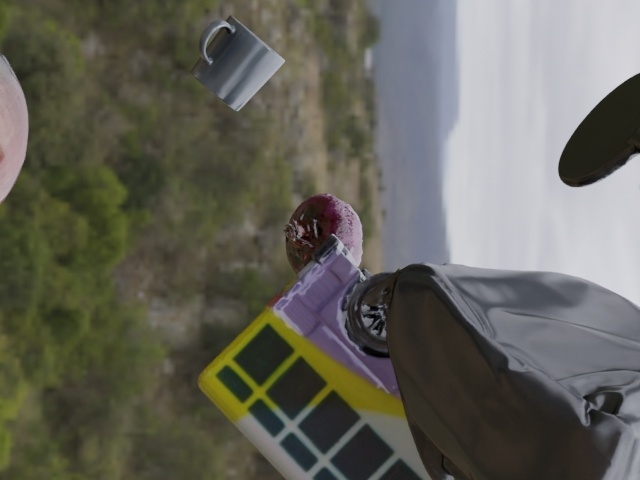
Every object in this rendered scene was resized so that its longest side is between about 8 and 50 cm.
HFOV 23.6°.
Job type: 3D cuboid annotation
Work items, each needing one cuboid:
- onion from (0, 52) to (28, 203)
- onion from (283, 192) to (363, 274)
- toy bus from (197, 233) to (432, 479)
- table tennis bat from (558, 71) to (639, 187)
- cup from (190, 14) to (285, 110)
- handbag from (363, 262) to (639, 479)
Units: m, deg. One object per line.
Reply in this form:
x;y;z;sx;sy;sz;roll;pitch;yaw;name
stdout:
-0.507;-0.150;1.742;0.353;0.353;0.354;1;90;-85;onion
0.000;0.000;1.862;0.104;0.115;0.115;16;70;-39;onion
0.103;0.230;1.528;0.249;0.440;0.209;-45;168;-3;toy bus
0.298;-0.103;1.475;0.150;0.027;0.236;-48;-164;3;table tennis bat
-0.098;-0.195;1.652;0.100;0.077;0.078;36;6;-46;cup
0.197;0.144;1.261;0.301;0.275;0.178;4;111;-48;handbag
